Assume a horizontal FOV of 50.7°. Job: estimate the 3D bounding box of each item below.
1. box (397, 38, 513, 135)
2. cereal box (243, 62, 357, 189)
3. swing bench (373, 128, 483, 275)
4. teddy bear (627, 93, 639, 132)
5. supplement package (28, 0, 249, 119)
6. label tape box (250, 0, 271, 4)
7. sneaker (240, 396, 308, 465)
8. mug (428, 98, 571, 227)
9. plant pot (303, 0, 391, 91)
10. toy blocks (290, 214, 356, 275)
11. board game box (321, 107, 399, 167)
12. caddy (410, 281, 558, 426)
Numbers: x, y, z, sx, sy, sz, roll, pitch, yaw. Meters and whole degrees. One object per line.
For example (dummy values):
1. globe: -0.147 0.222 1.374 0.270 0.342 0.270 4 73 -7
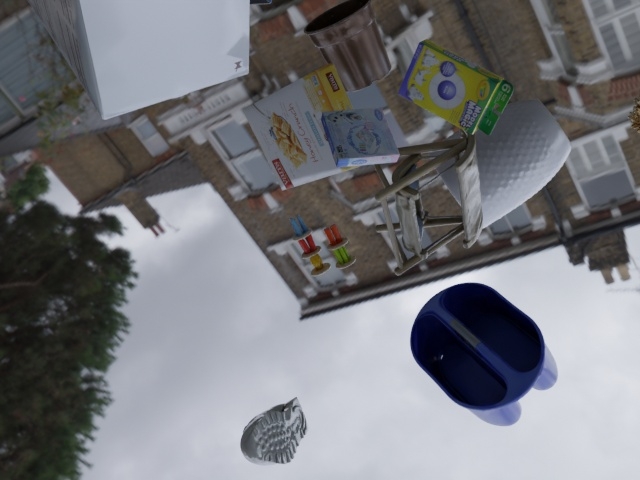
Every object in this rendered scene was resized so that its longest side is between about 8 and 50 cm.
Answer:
1. box: 0.234 -0.261 1.174 0.043 0.179 0.105 -41 158 -53
2. cereal box: -0.028 -0.191 1.193 0.047 0.173 0.240 -33 -168 -35
3. swing bench: 0.241 -0.096 1.486 0.255 0.253 0.165 -20 -135 1
4. teddy bear: 0.478 -0.099 0.647 0.245 0.338 0.113 -45 -162 49
5. supplement package: -0.231 -0.324 0.809 0.199 0.198 0.262 -24 -121 -23
6. label tape box: -0.150 -0.583 1.290 0.334 0.240 0.106 -12 -129 -22
7. sneaker: -0.095 0.339 1.167 0.095 0.090 0.235 -18 172 14
8. mug: 0.514 -0.263 1.950 0.328 0.276 0.374 -35 -148 18
9. plant pot: 0.072 -0.436 1.522 0.167 0.165 0.167 -23 -153 13
10. toy blocks: 0.000 0.000 1.573 0.123 0.148 0.054 -18 -160 25
11. board game box: 0.055 -0.145 0.948 0.090 0.020 0.090 -7 -122 -14
12. caddy: 0.349 0.240 1.484 0.241 0.179 0.341 -45 -141 -1
